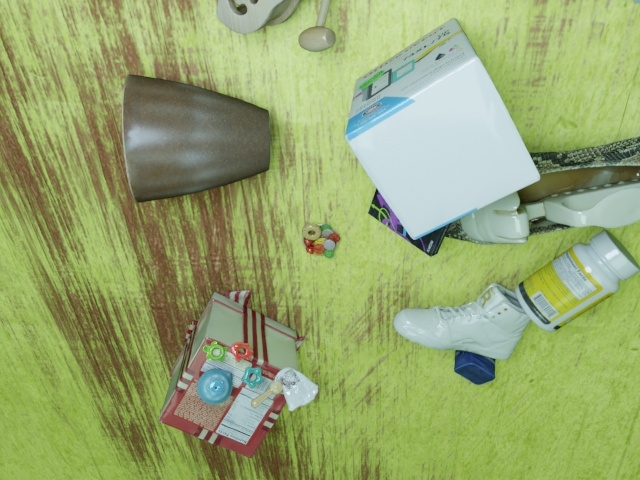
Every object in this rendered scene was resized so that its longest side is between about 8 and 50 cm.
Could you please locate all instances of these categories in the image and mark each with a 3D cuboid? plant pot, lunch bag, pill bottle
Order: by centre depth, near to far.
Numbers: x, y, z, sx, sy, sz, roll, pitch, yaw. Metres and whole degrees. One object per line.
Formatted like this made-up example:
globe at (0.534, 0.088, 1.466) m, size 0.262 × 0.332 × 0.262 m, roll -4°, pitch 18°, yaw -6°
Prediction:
plant pot at (-0.206, -0.176, 0.906) m, size 0.230 × 0.215 × 0.215 m, roll -2°, pitch 125°, yaw -9°
pill bottle at (0.508, 0.081, 1.030) m, size 0.119 × 0.119 × 0.208 m, roll 36°, pitch 120°, yaw -17°
lunch bag at (0.360, 0.285, 1.217) m, size 0.098 × 0.065 × 0.067 m, roll 34°, pitch 136°, yaw -17°

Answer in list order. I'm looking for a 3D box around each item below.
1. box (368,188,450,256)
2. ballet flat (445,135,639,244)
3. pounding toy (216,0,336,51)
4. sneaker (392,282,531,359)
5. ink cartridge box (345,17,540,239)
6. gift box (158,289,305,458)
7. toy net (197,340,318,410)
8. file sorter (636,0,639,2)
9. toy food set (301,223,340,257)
box at (0.170, -0.060, 0.973) m, size 0.162 × 0.029 × 0.116 m, roll 36°, pitch 129°, yaw 28°
ballet flat at (0.403, -0.073, 0.902) m, size 0.482 × 0.182 × 0.164 m, roll -10°, pitch 120°, yaw 13°
pounding toy at (-0.073, -0.417, 0.795) m, size 0.154 × 0.155 × 0.270 m, roll 0°, pitch 118°, yaw 41°
sneaker at (0.314, 0.152, 1.116) m, size 0.292 × 0.108 × 0.169 m, roll 11°, pitch 123°, yaw -13°
ink cartridge box at (0.178, -0.181, 0.802) m, size 0.198 × 0.270 × 0.197 m, roll -28°, pitch 115°, yaw 22°
gift box at (-0.179, 0.275, 1.163) m, size 0.255 × 0.258 × 0.276 m, roll 33°, pitch 99°, yaw -15°
toy net at (-0.119, 0.266, 1.015) m, size 0.232 × 0.122 × 0.045 m, roll 9°, pitch 166°, yaw -12°
file sorter at (0.497, -0.389, 0.727) m, size 0.170 × 0.104 × 0.118 m, roll 20°, pitch 124°, yaw -8°
toy food set at (0.000, 0.000, 1.093) m, size 0.082 × 0.020 × 0.083 m, roll 7°, pitch 124°, yaw 2°
